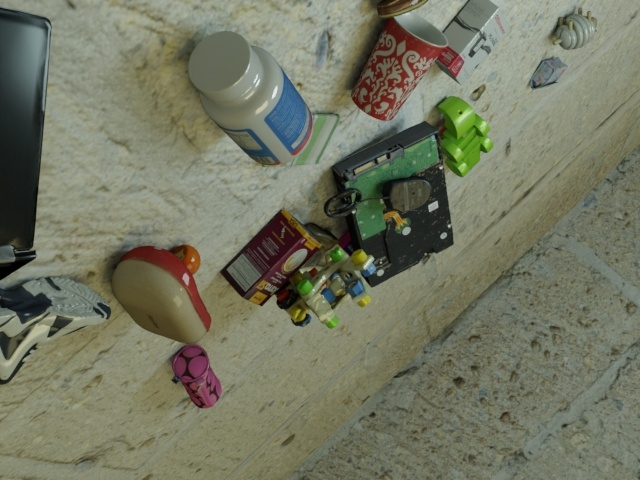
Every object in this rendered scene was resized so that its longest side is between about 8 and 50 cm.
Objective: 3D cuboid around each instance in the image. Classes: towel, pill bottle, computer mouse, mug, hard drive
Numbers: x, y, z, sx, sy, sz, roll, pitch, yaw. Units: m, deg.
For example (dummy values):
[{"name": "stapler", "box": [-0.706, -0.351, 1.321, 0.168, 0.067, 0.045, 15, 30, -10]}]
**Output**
[{"name": "towel", "box": [-0.037, -0.185, 1.259, 0.152, 0.023, 0.113, -10, 137, -49]}, {"name": "pill bottle", "box": [-0.099, -0.204, 0.999, 0.124, 0.124, 0.221, -45, 156, 0]}, {"name": "computer mouse", "box": [0.119, -0.090, 1.433, 0.242, 0.041, 0.071, -10, 112, -15]}, {"name": "mug", "box": [0.145, -0.308, 1.237, 0.150, 0.113, 0.169, -13, 145, -46]}, {"name": "hard drive", "box": [0.170, -0.073, 1.539, 0.237, 0.064, 0.339, -28, 134, -10]}]

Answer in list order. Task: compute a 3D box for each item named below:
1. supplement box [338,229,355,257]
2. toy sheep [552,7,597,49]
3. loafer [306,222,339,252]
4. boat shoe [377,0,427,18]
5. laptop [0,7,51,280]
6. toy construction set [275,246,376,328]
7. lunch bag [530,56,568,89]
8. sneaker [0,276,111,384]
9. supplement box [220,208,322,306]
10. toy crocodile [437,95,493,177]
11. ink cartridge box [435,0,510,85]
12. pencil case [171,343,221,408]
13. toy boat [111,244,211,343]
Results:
[{"name": "supplement box", "box": [0.165, -0.029, 1.709, 0.220, 0.111, 0.114, -49, 155, 10]}, {"name": "toy sheep", "box": [0.622, -0.512, 1.694, 0.132, 0.091, 0.091, -25, 153, -9]}, {"name": "loafer", "box": [0.000, 0.000, 1.564, 0.050, 0.056, 0.148, -54, 155, 6]}, {"name": "boat shoe", "box": [0.160, -0.427, 1.140, 0.178, 0.064, 0.060, -36, 122, -13]}, {"name": "laptop", "box": [-0.520, -0.053, 0.708, 0.408, 0.236, 0.382, -25, 169, 34]}, {"name": "toy construction set", "box": [0.004, 0.091, 1.532, 0.215, 0.151, 0.327, -39, -175, -3]}, {"name": "lunch bag", "box": [0.599, -0.434, 1.819, 0.071, 0.053, 0.083, -22, 157, -38]}, {"name": "sneaker", "box": [-0.446, 0.143, 1.047, 0.235, 0.094, 0.153, -4, 136, -55]}, {"name": "supplement box", "box": [-0.100, 0.038, 1.437, 0.188, 0.081, 0.104, -45, 156, 3]}, {"name": "toy crocodile", "box": [0.341, -0.242, 1.680, 0.115, 0.105, 0.340, -47, 161, 4]}, {"name": "ink cartridge box", "box": [0.299, -0.401, 1.382, 0.150, 0.063, 0.109, -50, 155, 12]}, {"name": "pencil case", "box": [-0.280, 0.321, 1.589, 0.095, 0.098, 0.209, -37, 156, -16]}, {"name": "toy boat", "box": [-0.260, 0.073, 1.211, 0.231, 0.151, 0.151, 84, 25, -61]}]
